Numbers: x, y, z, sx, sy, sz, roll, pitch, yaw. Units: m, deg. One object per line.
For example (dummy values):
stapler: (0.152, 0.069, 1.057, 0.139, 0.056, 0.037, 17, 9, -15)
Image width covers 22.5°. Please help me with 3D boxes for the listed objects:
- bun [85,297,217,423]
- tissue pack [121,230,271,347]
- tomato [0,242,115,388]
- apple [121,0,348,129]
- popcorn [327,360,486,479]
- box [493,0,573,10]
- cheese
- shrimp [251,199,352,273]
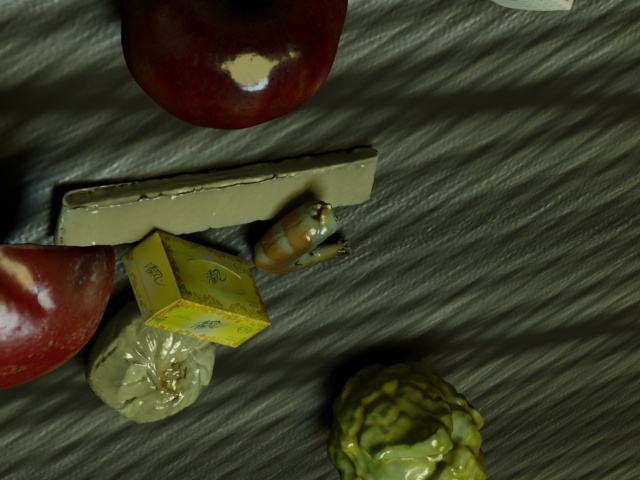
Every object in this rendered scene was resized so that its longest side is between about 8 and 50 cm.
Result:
bun: (-0.199, 0.146, 1.939, 0.164, 0.111, 0.188, 5, 133, -34)
tissue pack: (-0.142, 0.058, 1.869, 0.062, 0.095, 0.176, -33, 152, 22)
tomato: (-0.363, 0.084, 1.593, 0.338, 0.143, 0.338, -7, 176, 0)
apple: (-0.087, -0.210, 1.552, 0.234, 0.234, 0.234, -19, 140, -16)
popcorn: (0.119, 0.284, 2.214, 0.195, 0.255, 0.256, -46, 105, -27)
box: (0.179, -0.399, 1.477, 0.210, 0.095, 0.330, 19, 86, -45)
cheese: (-0.113, -0.047, 1.848, 0.400, 0.034, 0.085, -9, 136, -27)
shrimp: (0.000, 0.000, 1.939, 0.166, 0.049, 0.161, 0, 152, -45)
